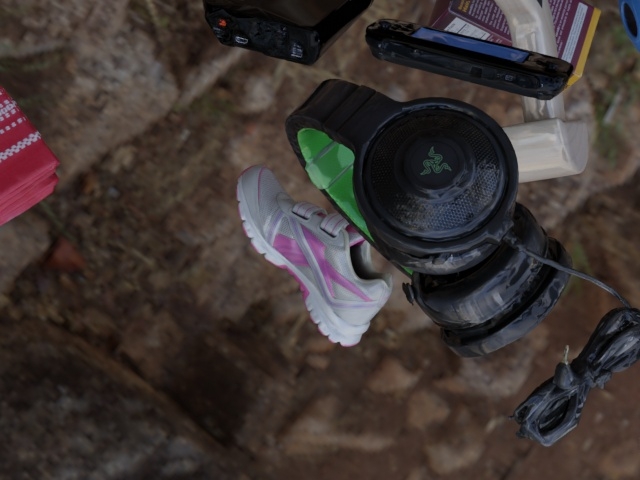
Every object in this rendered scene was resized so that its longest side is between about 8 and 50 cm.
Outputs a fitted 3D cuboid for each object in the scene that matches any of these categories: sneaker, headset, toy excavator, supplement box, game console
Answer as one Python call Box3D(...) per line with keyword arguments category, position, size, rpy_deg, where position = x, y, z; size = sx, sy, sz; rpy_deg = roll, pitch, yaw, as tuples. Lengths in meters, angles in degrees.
Box3D(category="sneaker", position=(0.000, 0.000, 1.933), size=(0.111, 0.252, 0.103), rpy_deg=(-40, 177, 23))
Box3D(category="headset", position=(0.100, 0.015, 1.282), size=(0.185, 0.394, 0.243), rpy_deg=(-47, 135, -12))
Box3D(category="toy excavator", position=(0.195, -0.329, 1.710), size=(0.445, 0.222, 0.433), rpy_deg=(38, 49, -56))
Box3D(category="supplement box", position=(0.237, -0.268, 1.953), size=(0.188, 0.081, 0.104), rpy_deg=(25, 65, -11))
Box3D(category="game console", position=(0.072, -0.208, 1.560), size=(0.213, 0.361, 0.044), rpy_deg=(-55, 159, -61))

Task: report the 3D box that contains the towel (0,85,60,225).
Box3D(category="towel", position=(-0.346, -0.096, 1.165), size=(0.199, 0.275, 0.031), rpy_deg=(-36, 169, -18))

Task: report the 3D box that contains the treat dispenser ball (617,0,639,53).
Box3D(category="treat dispenser ball", position=(0.535, -0.335, 2.076), size=(0.288, 0.288, 0.288), rpy_deg=(-24, 129, -33))
